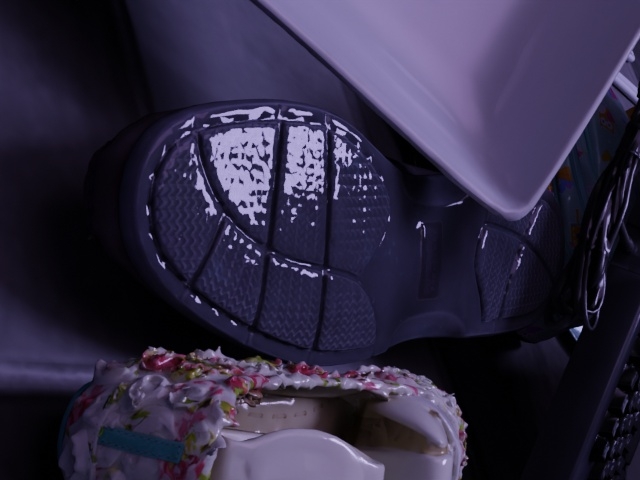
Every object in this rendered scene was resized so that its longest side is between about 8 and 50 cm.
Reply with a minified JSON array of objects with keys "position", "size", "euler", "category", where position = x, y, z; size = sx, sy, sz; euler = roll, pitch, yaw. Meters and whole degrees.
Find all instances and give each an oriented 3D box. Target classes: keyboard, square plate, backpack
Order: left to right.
[{"position":[0.046,-0.243,0.641],"size":[0.344,0.049,0.347],"euler":[38,75,-15],"category":"square plate"},{"position":[0.133,-0.034,0.826],"size":[0.152,0.115,0.182],"euler":[31,44,-45],"category":"backpack"},{"position":[0.167,0.015,0.706],"size":[0.317,0.033,0.201],"euler":[-65,149,-16],"category":"keyboard"}]

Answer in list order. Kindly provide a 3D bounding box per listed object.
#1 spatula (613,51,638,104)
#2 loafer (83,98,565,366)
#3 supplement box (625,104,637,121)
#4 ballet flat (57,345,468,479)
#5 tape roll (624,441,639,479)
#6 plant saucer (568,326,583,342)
[{"position":[0.218,-0.214,1.205],"size":[0.242,0.019,0.168],"euler":[29,41,-42],"category":"spatula"},{"position":[0.000,0.000,0.646],"size":[0.302,0.095,0.109],"euler":[8,89,-49],"category":"loafer"},{"position":[0.303,-0.015,0.989],"size":[0.194,0.191,0.129],"euler":[53,31,-11],"category":"supplement box"},{"position":[0.004,0.091,0.551],"size":[0.241,0.077,0.091],"euler":[9,88,-50],"category":"ballet flat"},{"position":[0.320,0.151,0.783],"size":[0.100,0.286,0.286],"euler":[12,55,-54],"category":"tape roll"},{"position":[0.195,0.030,0.919],"size":[0.119,0.021,0.119],"euler":[6,77,-27],"category":"plant saucer"}]
